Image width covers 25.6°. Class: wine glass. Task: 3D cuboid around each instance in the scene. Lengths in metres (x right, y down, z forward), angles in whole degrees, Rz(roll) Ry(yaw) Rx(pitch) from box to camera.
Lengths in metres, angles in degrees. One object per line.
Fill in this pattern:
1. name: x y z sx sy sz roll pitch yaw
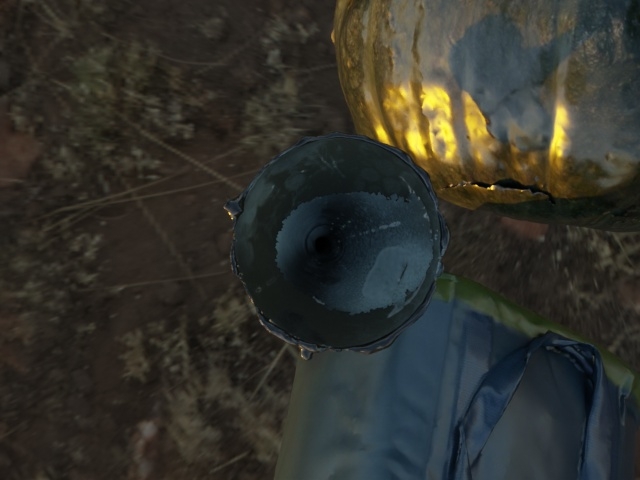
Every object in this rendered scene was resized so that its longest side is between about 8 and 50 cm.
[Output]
1. wine glass: 0.000 0.000 0.820 0.122 0.183 0.122 0 91 -8

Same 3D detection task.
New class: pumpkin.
1. pumpkin: 0.174 -0.141 0.998 0.327 0.291 0.257 23 117 38

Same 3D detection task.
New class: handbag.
1. handbag: 0.094 0.182 0.991 0.263 0.222 0.241 29 56 -23
